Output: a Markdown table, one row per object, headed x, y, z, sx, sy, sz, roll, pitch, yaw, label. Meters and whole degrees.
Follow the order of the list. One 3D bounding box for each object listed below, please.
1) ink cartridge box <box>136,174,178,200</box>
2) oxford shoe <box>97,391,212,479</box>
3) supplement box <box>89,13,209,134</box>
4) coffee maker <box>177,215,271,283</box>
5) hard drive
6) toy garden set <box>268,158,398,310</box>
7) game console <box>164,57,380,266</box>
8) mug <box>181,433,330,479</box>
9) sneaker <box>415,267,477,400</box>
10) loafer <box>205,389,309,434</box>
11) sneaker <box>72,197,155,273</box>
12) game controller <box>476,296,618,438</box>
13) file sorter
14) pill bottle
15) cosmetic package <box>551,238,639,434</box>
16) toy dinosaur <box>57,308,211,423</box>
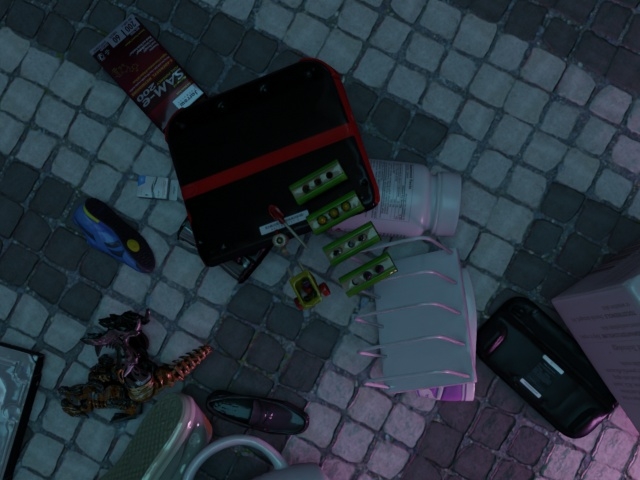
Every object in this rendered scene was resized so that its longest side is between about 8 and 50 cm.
| x | y | z | sx | sy | sz | roll | pitch | yaw | label |
| --- | --- | --- | --- | --- | --- | --- | --- | --- | --- |
| -0.356 | -0.115 | 1.739 | 0.083 | 0.028 | 0.048 | 4 | 87 | 1 | ink cartridge box |
| -0.376 | 0.520 | 1.650 | 0.130 | 0.169 | 0.449 | 37 | 89 | -41 | oxford shoe |
| -0.371 | -0.358 | 1.734 | 0.130 | 0.073 | 0.239 | -43 | 87 | -2 | supplement box |
| -0.189 | -0.022 | 1.698 | 0.178 | 0.120 | 0.171 | 38 | 64 | 2 | coffee maker |
| -0.751 | 0.378 | 1.702 | 0.237 | 0.064 | 0.338 | 16 | 86 | 2 | hard drive |
| 0.000 | 0.000 | 1.512 | 0.204 | 0.049 | 0.244 | -29 | 88 | 9 | toy garden set |
| -0.107 | -0.162 | 1.602 | 0.387 | 0.060 | 0.341 | -20 | 80 | 10 | game console |
| -0.123 | 0.564 | 1.572 | 0.328 | 0.276 | 0.374 | -33 | 80 | -12 | mug |
| 0.245 | 0.195 | 1.670 | 0.161 | 0.102 | 0.281 | 2 | 85 | 6 | sneaker |
| -0.134 | 0.367 | 1.677 | 0.223 | 0.078 | 0.076 | 13 | 87 | 2 | loafer |
| -0.450 | 0.002 | 1.725 | 0.209 | 0.069 | 0.082 | 44 | 121 | -5 | sneaker |
| 0.481 | 0.271 | 1.684 | 0.319 | 0.067 | 0.166 | 43 | 103 | 4 | game controller |
| 0.174 | 0.151 | 1.579 | 0.193 | 0.173 | 0.277 | -13 | 72 | 26 | file sorter |
| 0.142 | -0.087 | 1.658 | 0.283 | 0.160 | 0.160 | 6 | 87 | 2 | pill bottle |
| 0.733 | 0.177 | 1.520 | 0.330 | 0.327 | 0.393 | -33 | 86 | -12 | cosmetic package |
| -0.399 | 0.268 | 1.682 | 0.322 | 0.164 | 0.218 | -20 | 101 | -18 | toy dinosaur |
